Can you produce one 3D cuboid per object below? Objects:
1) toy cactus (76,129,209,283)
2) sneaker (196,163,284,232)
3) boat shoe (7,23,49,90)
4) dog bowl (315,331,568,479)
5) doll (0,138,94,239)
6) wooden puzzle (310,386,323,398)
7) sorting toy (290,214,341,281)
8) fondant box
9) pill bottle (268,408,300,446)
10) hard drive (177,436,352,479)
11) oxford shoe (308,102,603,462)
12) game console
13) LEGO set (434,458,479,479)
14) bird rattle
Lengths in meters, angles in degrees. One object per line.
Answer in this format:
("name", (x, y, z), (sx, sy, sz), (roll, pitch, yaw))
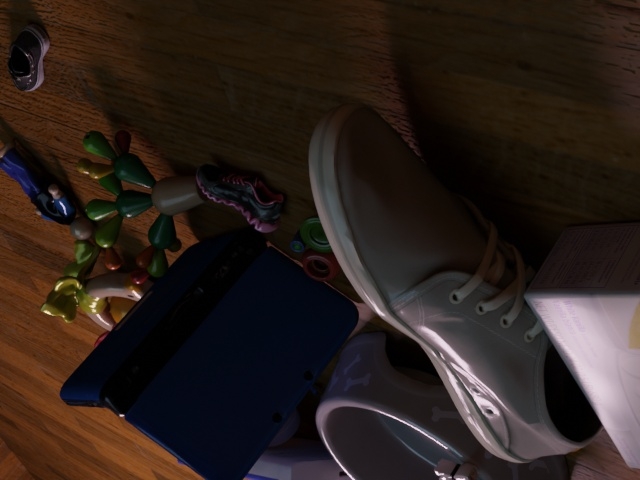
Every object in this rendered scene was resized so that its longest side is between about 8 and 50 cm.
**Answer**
("toy cactus", (-0.222, -0.051, 1.237), (0.180, 0.112, 0.219), (-10, 105, 25))
("sneaker", (-0.092, -0.062, 1.129), (0.119, 0.047, 0.057), (32, 135, 5))
("boat shoe", (-0.384, -0.229, 1.222), (0.049, 0.040, 0.142), (42, 150, -4))
("dog bowl", (0.145, 0.277, 1.257), (0.348, 0.102, 0.349), (28, 149, 19))
("doll", (-0.430, -0.071, 1.481), (0.189, 0.046, 0.129), (47, 150, -12))
("wooden puzzle", (0.030, 0.263, 1.433), (0.116, 0.014, 0.078), (46, 176, -14))
("sorting toy", (0.000, 0.000, 1.114), (0.061, 0.042, 0.102), (15, 133, 10))
("fondant box", (0.365, 0.097, 0.774), (0.330, 0.096, 0.238), (-5, 128, 49))
("pill bottle", (-0.103, 0.227, 1.454), (0.112, 0.112, 0.187), (12, 140, 39))
("hard drive", (-0.057, 0.347, 1.507), (0.210, 0.040, 0.318), (4, 173, -38))
("oxford shoe", (0.145, 0.045, 0.894), (0.130, 0.169, 0.449), (-12, 126, 41))
("game console", (-0.142, 0.143, 1.202), (0.173, 0.293, 0.250), (50, 149, -18))
("LEGO set", (0.166, 0.363, 1.160), (0.093, 0.087, 0.227), (8, 137, 42))
("bird rattle", (-0.326, 0.123, 1.559), (0.207, 0.143, 0.253), (-9, 130, 32))
